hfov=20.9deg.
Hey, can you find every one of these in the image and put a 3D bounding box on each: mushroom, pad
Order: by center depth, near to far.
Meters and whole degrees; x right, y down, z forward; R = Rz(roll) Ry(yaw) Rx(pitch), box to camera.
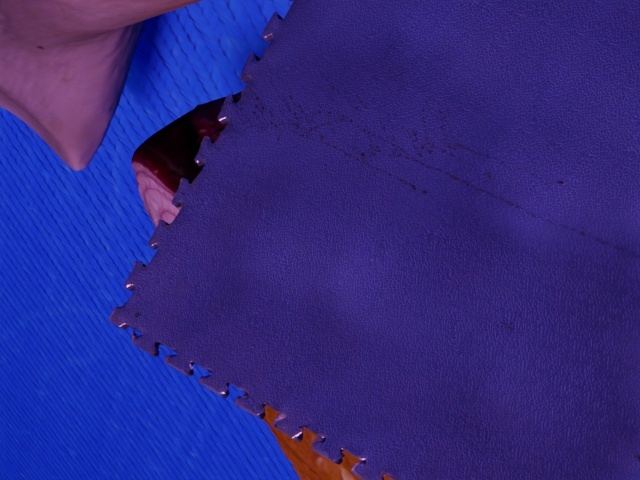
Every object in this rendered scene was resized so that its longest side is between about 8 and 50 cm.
[{"bbox_3d":[0.068,-0.030,0.669,0.269,0.269,0.012,28,177,34],"label":"pad"},{"bbox_3d":[-0.117,-0.152,0.909,0.177,0.126,0.397,40,157,-15],"label":"mushroom"}]

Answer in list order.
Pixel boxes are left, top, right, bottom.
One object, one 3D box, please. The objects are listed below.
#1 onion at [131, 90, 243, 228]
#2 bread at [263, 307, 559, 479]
[{"bbox_3d":[0.000,0.000,0.909,0.195,0.139,0.218,65,168,5],"label":"onion"},{"bbox_3d":[0.122,0.094,0.799,0.250,0.225,0.279,28,149,36],"label":"bread"}]
